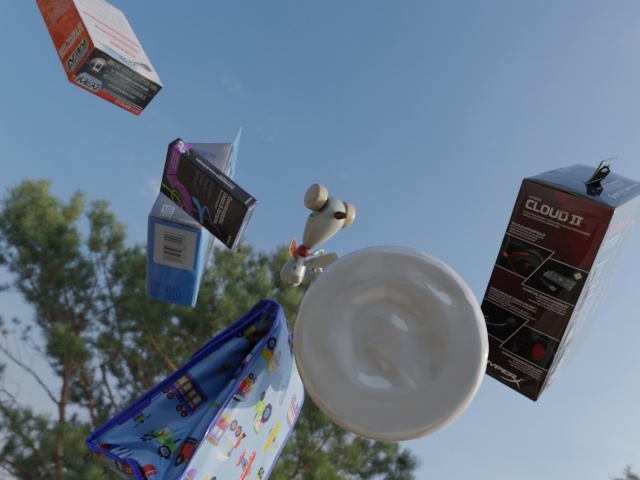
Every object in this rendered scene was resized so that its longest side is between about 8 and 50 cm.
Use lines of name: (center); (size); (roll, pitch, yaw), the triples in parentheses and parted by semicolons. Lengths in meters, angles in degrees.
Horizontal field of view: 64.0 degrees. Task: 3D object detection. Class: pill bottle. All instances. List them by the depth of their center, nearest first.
pill bottle: (0.082, 0.127, 0.597); (0.176, 0.176, 0.318); (22, -11, 14)

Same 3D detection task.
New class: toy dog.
toy dog: (0.000, 0.000, 1.568); (0.161, 0.220, 0.334); (-140, -124, -62)

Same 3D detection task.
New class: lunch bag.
lunch bag: (-0.110, 0.232, 0.681); (0.138, 0.293, 0.221); (22, -38, 31)

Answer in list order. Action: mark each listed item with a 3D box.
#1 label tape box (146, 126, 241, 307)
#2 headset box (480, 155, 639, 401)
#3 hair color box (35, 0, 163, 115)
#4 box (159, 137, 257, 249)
label tape box: (-0.264, -0.066, 1.079); (0.105, 0.334, 0.241); (14, -45, -7)
headset box: (0.321, 0.030, 0.682); (0.110, 0.218, 0.293); (27, -62, 35)
hair color box: (-0.260, -0.231, 0.600); (0.053, 0.093, 0.167); (-44, -121, 16)
box: (-0.183, -0.071, 0.819); (0.162, 0.029, 0.116); (38, -42, 5)
